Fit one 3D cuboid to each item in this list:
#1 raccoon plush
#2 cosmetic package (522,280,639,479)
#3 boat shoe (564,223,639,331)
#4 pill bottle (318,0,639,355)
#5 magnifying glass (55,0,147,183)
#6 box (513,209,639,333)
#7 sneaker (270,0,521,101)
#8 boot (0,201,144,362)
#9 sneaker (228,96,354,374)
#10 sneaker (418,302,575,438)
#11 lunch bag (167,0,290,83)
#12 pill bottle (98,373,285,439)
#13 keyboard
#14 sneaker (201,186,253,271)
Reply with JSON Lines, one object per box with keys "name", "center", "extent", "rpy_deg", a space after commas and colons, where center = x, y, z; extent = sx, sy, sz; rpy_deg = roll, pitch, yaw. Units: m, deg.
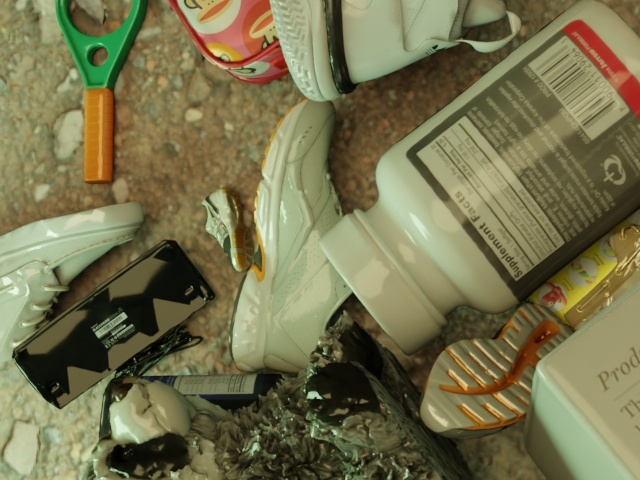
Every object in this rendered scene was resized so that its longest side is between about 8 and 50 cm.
{"name": "raccoon plush", "center": [-0.005, 0.280, 1.582], "extent": [0.299, 0.216, 0.446], "rpy_deg": [-36, 81, 8]}
{"name": "cosmetic package", "center": [0.402, 0.180, 1.474], "extent": [0.329, 0.327, 0.394], "rpy_deg": [-36, 74, -7]}
{"name": "boat shoe", "center": [0.270, 0.015, 1.666], "extent": [0.059, 0.063, 0.170], "rpy_deg": [36, 95, 11]}
{"name": "pill bottle", "center": [0.160, -0.048, 1.677], "extent": [0.318, 0.176, 0.176], "rpy_deg": [-38, 74, 3]}
{"name": "magnifying glass", "center": [-0.215, -0.171, 1.907], "extent": [0.092, 0.026, 0.231], "rpy_deg": [-2, 80, 17]}
{"name": "box", "center": [0.267, 0.047, 1.718], "extent": [0.179, 0.043, 0.105], "rpy_deg": [-39, 74, 7]}
{"name": "sneaker", "center": [0.051, -0.314, 1.675], "extent": [0.210, 0.137, 0.366], "rpy_deg": [-10, 88, 11]}
{"name": "boot", "center": [-0.272, 0.051, 1.868], "extent": [0.258, 0.095, 0.123], "rpy_deg": [-18, 86, 21]}
{"name": "sneaker", "center": [0.000, 0.000, 1.788], "extent": [0.121, 0.099, 0.262], "rpy_deg": [11, 94, 11]}
{"name": "sneaker", "center": [0.143, 0.125, 1.635], "extent": [0.084, 0.215, 0.083], "rpy_deg": [46, 124, 15]}
{"name": "lunch bag", "center": [-0.011, -0.287, 1.807], "extent": [0.293, 0.120, 0.258], "rpy_deg": [-33, 75, 10]}
{"name": "pill bottle", "center": [-0.083, 0.181, 1.757], "extent": [0.219, 0.123, 0.123], "rpy_deg": [-1, 82, 6]}
{"name": "keyboard", "center": [-0.190, 0.088, 1.849], "extent": [0.192, 0.038, 0.100], "rpy_deg": [-35, 96, 1]}
{"name": "sneaker", "center": [-0.089, -0.007, 1.844], "extent": [0.037, 0.032, 0.083], "rpy_deg": [-22, 72, 27]}
